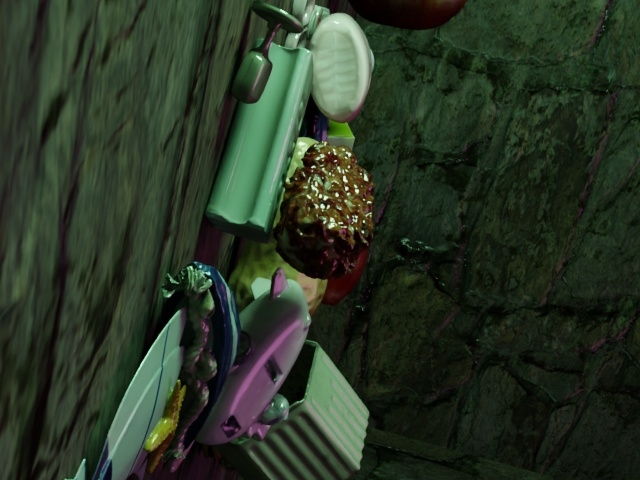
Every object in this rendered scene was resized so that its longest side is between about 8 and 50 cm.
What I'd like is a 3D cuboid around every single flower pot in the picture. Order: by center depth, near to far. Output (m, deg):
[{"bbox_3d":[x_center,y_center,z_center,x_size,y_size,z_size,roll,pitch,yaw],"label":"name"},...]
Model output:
[{"bbox_3d":[-0.057,0.292,1.342,0.190,0.209,0.239,55,29,-29],"label":"flower pot"}]

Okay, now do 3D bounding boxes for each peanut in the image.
[{"bbox_3d":[-0.052,0.007,1.178,0.149,0.149,0.314,-68,168,-82],"label":"peanut"}]

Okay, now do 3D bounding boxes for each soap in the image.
[{"bbox_3d":[-0.063,-0.103,0.899,0.119,0.066,0.198,88,17,-81],"label":"soap"}]

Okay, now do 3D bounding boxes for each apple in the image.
[{"bbox_3d":[0.174,-0.566,1.610,0.288,0.288,0.317,-74,166,-45],"label":"apple"}]

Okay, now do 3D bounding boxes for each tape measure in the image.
[{"bbox_3d":[-0.026,-0.178,1.341,0.146,0.080,0.125,101,-12,-53],"label":"tape measure"}]

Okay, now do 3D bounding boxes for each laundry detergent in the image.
[{"bbox_3d":[0.039,-0.272,1.287,0.335,0.087,0.159,-65,153,-75],"label":"laundry detergent"}]

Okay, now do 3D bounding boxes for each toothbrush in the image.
[{"bbox_3d":[-0.175,0.246,1.183,0.307,0.029,0.025,-65,159,-72],"label":"toothbrush"}]

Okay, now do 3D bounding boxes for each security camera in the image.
[{"bbox_3d":[-0.060,-0.177,0.793,0.092,0.058,0.058,-63,180,3],"label":"security camera"}]

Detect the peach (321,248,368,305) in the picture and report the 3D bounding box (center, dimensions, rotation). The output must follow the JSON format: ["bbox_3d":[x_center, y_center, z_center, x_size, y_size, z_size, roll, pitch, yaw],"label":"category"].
[{"bbox_3d":[-0.004,-0.001,1.475,0.153,0.158,0.268,-13,103,-46],"label":"peach"}]

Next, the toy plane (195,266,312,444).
[{"bbox_3d":[-0.094,0.142,1.023,0.244,0.117,0.245,-29,126,-50],"label":"toy plane"}]

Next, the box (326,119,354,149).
[{"bbox_3d":[-0.009,-0.147,1.654,0.175,0.062,0.261,-110,-154,-47],"label":"box"}]

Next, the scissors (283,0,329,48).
[{"bbox_3d":[-0.017,-0.325,1.215,0.242,0.030,0.118,-63,168,-67],"label":"scissors"}]

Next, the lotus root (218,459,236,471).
[{"bbox_3d":[-0.183,0.457,1.934,0.077,0.090,0.183,53,35,-33],"label":"lotus root"}]

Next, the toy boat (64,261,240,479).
[{"bbox_3d":[-0.150,0.142,0.686,0.291,0.066,0.221,-49,155,-62],"label":"toy boat"}]

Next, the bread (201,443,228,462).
[{"bbox_3d":[-0.160,0.297,1.486,0.116,0.077,0.201,90,12,-53],"label":"bread"}]

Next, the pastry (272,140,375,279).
[{"bbox_3d":[0.004,-0.030,0.902,0.097,0.115,0.208,-61,-171,29],"label":"pastry"}]
